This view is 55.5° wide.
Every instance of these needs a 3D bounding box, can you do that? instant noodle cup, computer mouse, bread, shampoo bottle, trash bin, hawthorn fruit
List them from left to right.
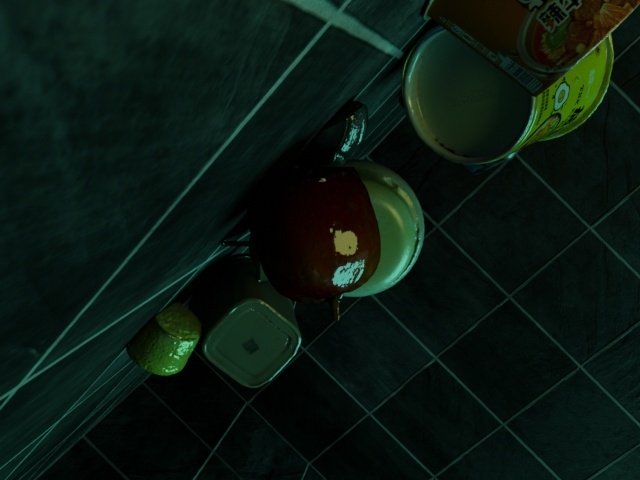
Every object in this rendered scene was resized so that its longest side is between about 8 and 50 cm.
[{"bbox_3d":[-0.302,0.199,1.202,0.114,0.111,0.129,-54,-179,24],"label":"bread"},{"bbox_3d":[-0.159,0.176,1.325,0.220,0.219,0.250,-48,-160,3],"label":"trash bin"},{"bbox_3d":[0.000,0.000,0.929,0.215,0.249,0.215,-19,168,-4],"label":"hawthorn fruit"},{"bbox_3d":[0.025,-0.155,1.012,0.192,0.062,0.106,-47,179,43],"label":"computer mouse"},{"bbox_3d":[0.080,-0.032,1.443,0.322,0.322,0.317,-45,-174,11],"label":"shampoo bottle"},{"bbox_3d":[0.311,-0.291,1.080,0.254,0.325,0.325,-33,172,-40],"label":"instant noodle cup"},{"bbox_3d":[0.288,-0.325,0.803,0.250,0.192,0.250,-45,180,0],"label":"instant noodle cup"}]

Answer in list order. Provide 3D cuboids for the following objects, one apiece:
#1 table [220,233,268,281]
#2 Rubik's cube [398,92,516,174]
[{"bbox_3d":[-0.087,0.007,1.149,0.167,0.167,0.227,-45,171,7],"label":"table"},{"bbox_3d":[0.427,-0.389,1.533,0.313,0.316,0.318,-46,179,-1],"label":"Rubik's cube"}]
